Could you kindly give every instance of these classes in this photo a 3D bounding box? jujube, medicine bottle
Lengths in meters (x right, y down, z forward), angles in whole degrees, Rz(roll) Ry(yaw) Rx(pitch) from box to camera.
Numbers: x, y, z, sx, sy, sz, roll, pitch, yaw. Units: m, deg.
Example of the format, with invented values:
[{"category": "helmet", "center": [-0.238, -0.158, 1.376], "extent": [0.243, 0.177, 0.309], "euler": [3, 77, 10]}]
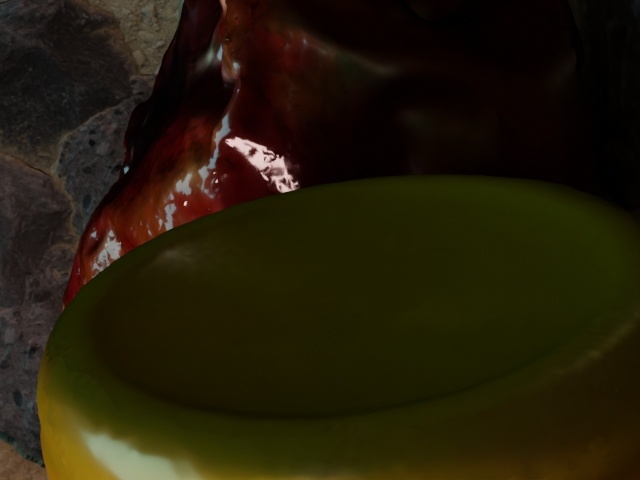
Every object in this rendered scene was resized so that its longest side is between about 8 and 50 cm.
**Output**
[{"category": "jujube", "center": [0.000, 0.002, 0.747], "extent": [0.376, 0.277, 0.276], "euler": [106, 162, -49]}, {"category": "medicine bottle", "center": [0.037, 0.187, 0.528], "extent": [0.224, 0.224, 0.384], "euler": [-115, 16, -66]}]
